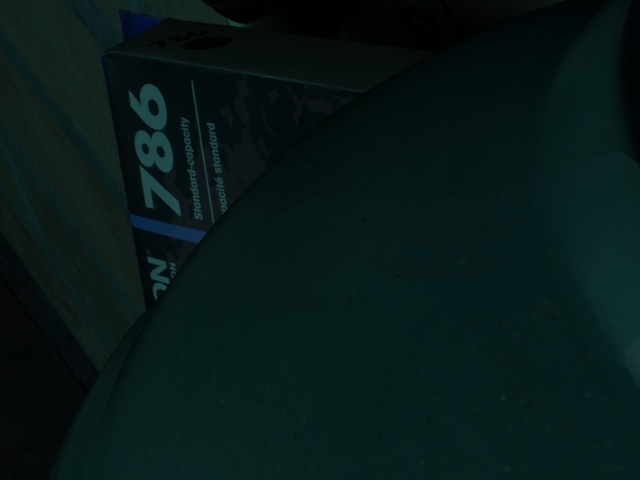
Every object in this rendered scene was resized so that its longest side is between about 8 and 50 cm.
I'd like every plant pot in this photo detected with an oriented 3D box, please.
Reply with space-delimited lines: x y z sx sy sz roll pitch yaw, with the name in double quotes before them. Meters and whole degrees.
"plant pot" 0.100 0.051 0.421 0.293 0.293 0.196 53 139 22

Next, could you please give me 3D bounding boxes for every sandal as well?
"sandal" -0.030 -0.133 0.819 0.090 0.060 0.219 58 166 4

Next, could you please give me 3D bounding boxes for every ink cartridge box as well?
"ink cartridge box" 0.000 0.000 0.758 0.333 0.065 0.165 14 119 48

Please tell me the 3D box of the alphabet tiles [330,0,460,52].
"alphabet tiles" -0.005 -0.142 0.863 0.198 0.009 0.237 63 165 -17
